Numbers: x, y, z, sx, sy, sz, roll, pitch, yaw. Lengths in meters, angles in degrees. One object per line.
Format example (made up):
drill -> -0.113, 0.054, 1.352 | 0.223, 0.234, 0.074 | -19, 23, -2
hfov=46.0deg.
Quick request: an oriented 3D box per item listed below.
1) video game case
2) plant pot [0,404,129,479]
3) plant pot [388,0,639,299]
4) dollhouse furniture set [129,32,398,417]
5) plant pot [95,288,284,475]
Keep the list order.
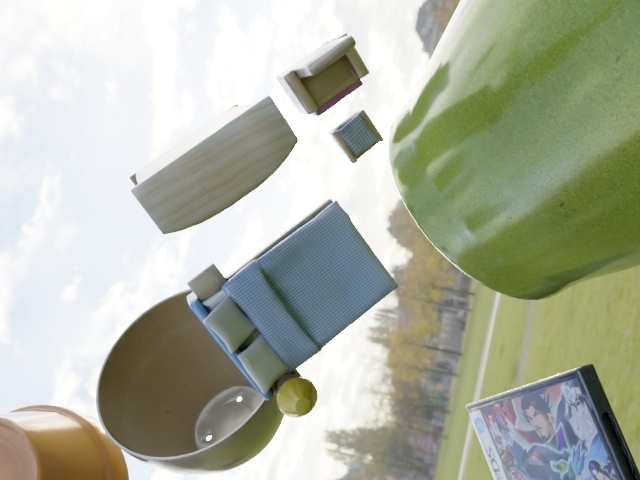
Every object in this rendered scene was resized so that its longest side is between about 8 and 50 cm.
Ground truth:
video game case -> 0.334, 0.325, 1.067 | 0.275, 0.035, 0.248 | -45, 60, 59
plant pot -> -0.462, 0.381, 1.128 | 0.203, 0.291, 0.290 | 66, -144, -66
plant pot -> 0.250, -0.131, 0.627 | 0.353, 0.367, 0.366 | -45, 16, 43
dollhouse furniture set -> 0.000, 0.000, 0.738 | 0.303, 0.286, 0.198 | 56, 173, -16
plant pot -> -0.162, 0.236, 1.136 | 0.190, 0.284, 0.284 | 65, -145, -46
